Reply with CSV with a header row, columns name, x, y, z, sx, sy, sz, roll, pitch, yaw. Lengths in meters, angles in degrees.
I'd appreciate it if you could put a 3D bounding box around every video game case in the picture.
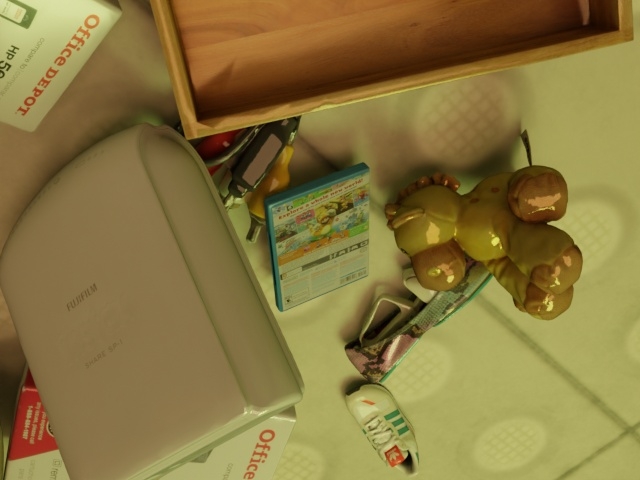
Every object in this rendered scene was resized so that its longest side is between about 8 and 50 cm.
name,x,y,z,sx,sy,sz,roll,pitch,yaw
video game case,0.000,0.000,0.840,0.119,0.015,0.166,-21,138,-18

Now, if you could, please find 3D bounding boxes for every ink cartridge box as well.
name,x,y,z,sx,sy,sz,roll,pitch,yaw
ink cartridge box,-0.285,-0.193,0.606,0.148,0.086,0.203,-45,144,20
ink cartridge box,-0.207,0.228,0.920,0.306,0.131,0.226,11,120,-17

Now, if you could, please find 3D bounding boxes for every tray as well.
name,x,y,z,sx,sy,sz,roll,pitch,yaw
tray,0.059,-0.237,0.674,0.410,0.076,0.203,-13,110,-3

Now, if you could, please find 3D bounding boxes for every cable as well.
name,x,y,z,sx,sy,sz,roll,pitch,yaw
cable,-0.041,-0.138,0.772,0.139,0.072,0.287,37,98,-11

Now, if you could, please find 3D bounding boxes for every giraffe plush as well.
name,x,y,z,sx,sy,sz,roll,pitch,yaw
giraffe plush,0.157,-0.011,0.807,0.170,0.210,0.181,-9,149,1

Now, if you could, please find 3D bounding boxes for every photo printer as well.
name,x,y,z,sx,sy,sz,roll,pitch,yaw
photo printer,-0.178,0.062,0.723,0.256,0.308,0.107,-33,164,29

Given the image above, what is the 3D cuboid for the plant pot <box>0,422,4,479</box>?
name,x,y,z,sx,sy,sz,roll,pitch,yaw
plant pot,-0.445,0.236,0.793,0.191,0.284,0.284,-43,121,11

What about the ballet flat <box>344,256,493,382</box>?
name,x,y,z,sx,sy,sz,roll,pitch,yaw
ballet flat,0.111,0.083,0.928,0.079,0.077,0.221,40,110,-10

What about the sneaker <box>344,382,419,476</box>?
name,x,y,z,sx,sy,sz,roll,pitch,yaw
sneaker,0.090,0.259,1.031,0.057,0.075,0.161,-31,124,9
